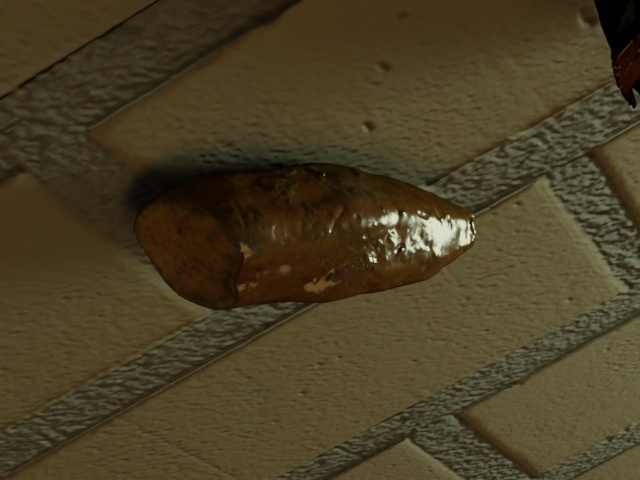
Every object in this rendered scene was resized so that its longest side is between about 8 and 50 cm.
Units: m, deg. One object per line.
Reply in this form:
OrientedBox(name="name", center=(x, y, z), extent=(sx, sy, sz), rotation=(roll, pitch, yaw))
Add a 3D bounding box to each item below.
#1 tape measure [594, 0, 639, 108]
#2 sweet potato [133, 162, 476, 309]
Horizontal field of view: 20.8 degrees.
OrientedBox(name="tape measure", center=(0.263, -0.154, 1.020), extent=(0.202, 0.135, 0.223), rotation=(-26, 148, 21))
OrientedBox(name="sweet potato", center=(0.000, 0.000, 1.125), extent=(0.252, 0.097, 0.097), rotation=(1, 143, -36))
